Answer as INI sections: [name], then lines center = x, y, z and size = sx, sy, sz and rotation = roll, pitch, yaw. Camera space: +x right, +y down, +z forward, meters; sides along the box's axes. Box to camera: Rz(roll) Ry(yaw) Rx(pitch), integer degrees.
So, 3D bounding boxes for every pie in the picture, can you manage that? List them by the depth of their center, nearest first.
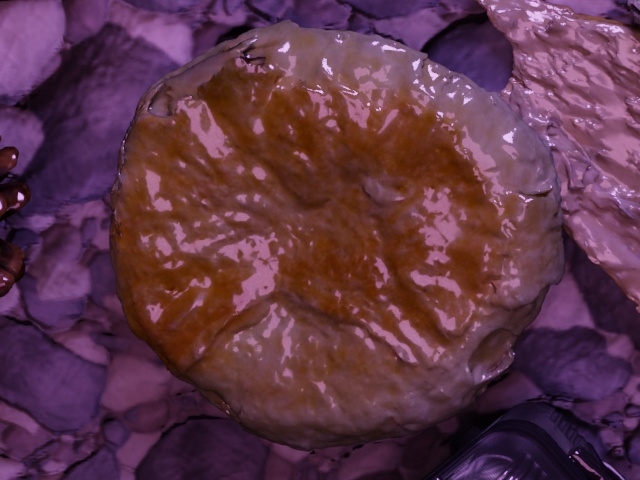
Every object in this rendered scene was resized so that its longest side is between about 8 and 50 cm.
[pie]
center = 0.000, 0.000, 1.181
size = 0.306, 0.071, 0.306
rotation = 5, 111, 13

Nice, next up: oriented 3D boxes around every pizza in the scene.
[pizza]
center = 0.188, -0.066, 1.156
size = 0.262, 0.034, 0.181
rotation = 36, 112, -6

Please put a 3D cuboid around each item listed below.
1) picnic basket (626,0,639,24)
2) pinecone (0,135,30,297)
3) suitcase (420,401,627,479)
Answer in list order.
[picnic basket]
center = 0.212, -0.147, 1.098
size = 0.083, 0.083, 0.065
rotation = 35, 86, -48
[pinecone]
center = -0.279, -0.030, 1.166
size = 0.212, 0.168, 0.185
rotation = 45, 108, -9
[suitcase]
center = 0.089, 0.262, 1.220
size = 0.202, 0.128, 0.312
rotation = 48, 117, 0
